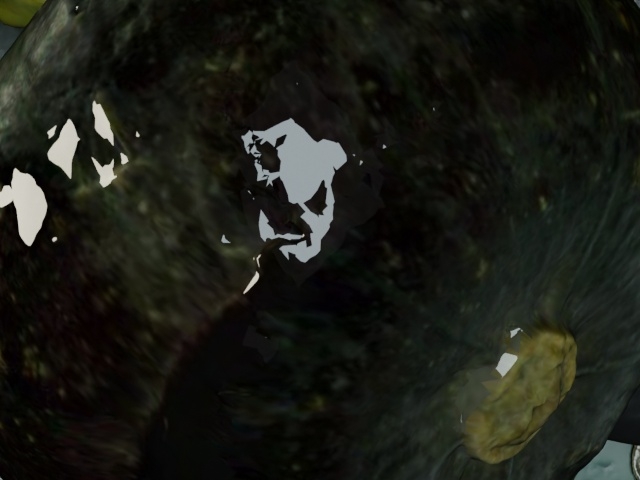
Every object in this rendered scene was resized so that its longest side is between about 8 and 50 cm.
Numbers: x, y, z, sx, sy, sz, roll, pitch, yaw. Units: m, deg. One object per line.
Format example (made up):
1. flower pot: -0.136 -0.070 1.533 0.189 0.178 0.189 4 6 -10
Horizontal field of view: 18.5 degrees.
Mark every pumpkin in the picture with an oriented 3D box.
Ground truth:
1. pumpkin: 0.000 0.000 1.113 0.454 0.454 0.344 -49 52 -3

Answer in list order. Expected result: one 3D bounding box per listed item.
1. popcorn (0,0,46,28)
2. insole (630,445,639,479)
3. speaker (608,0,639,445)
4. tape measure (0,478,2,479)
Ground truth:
1. popcorn: -0.189 -0.274 1.283 0.224 0.258 0.270 -24 135 -10
2. insole: 0.401 0.157 1.455 0.348 0.009 0.119 1 90 -5
3. speaker: 0.203 -0.069 1.381 0.180 0.184 0.388 12 100 -4
4. tape measure: -0.158 0.183 1.336 0.275 0.147 0.256 -6 93 -9
